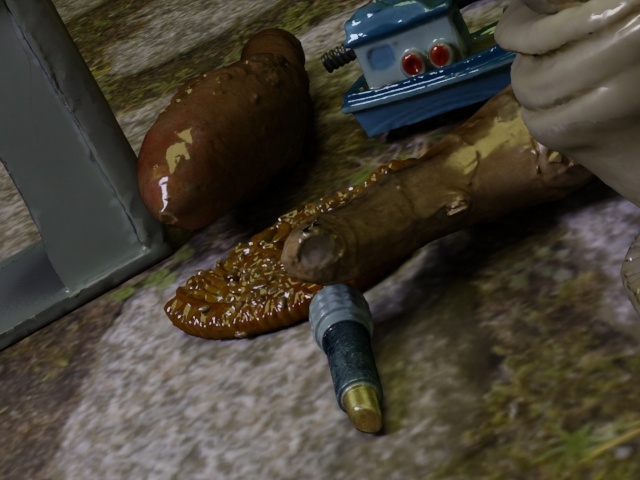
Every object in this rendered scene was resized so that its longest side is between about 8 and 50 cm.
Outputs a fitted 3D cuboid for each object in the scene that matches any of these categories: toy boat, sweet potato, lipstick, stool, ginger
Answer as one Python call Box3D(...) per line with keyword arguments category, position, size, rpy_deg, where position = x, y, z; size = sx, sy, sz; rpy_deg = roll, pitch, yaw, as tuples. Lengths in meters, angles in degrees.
Box3D(category="toy boat", position=(0.122, -0.158, 0.980), size=(0.237, 0.098, 0.109), rpy_deg=(-17, 16, 22))
Box3D(category="sweet potato", position=(-0.055, -0.105, 1.070), size=(0.109, 0.109, 0.385), rpy_deg=(-17, 19, 21))
Box3D(category="lipstick", position=(0.016, 0.067, 0.729), size=(0.037, 0.037, 0.116), rpy_deg=(-23, 28, 7))
Box3D(category="stool", position=(-0.290, -0.052, 1.016), size=(0.269, 0.244, 0.170), rpy_deg=(-29, 23, -8))
Box3D(category="ginger", position=(0.108, -0.053, 0.812), size=(0.333, 0.081, 0.148), rpy_deg=(-32, 26, -25))

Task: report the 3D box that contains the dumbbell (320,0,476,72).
Box3D(category="dumbbell", position=(0.113, -0.203, 1.104), size=(0.254, 0.110, 0.110), rpy_deg=(-26, 23, 16))

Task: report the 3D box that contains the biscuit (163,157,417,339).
Box3D(category="biscuit", position=(-0.002, 0.007, 0.875), size=(0.206, 0.025, 0.126), rpy_deg=(-32, 25, -12))

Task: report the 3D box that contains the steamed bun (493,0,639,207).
Box3D(category="steamed bun", position=(0.180, -0.171, 0.682), size=(0.203, 0.289, 0.276), rpy_deg=(12, 33, 34))

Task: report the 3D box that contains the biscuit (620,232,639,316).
Box3D(category="biscuit", position=(0.222, 0.001, 0.670), size=(0.152, 0.020, 0.152), rpy_deg=(-22, 24, 11))
